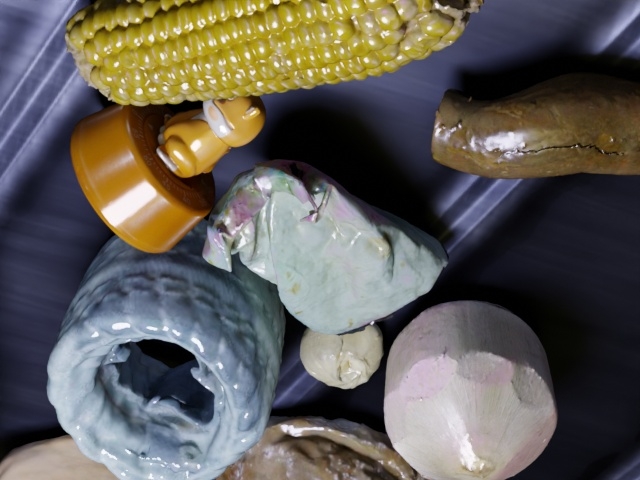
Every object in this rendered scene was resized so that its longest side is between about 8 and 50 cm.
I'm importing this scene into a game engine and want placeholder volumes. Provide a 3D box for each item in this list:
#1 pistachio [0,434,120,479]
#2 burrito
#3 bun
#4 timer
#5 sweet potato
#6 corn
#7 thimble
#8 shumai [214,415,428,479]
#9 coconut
[{"bbox_3d":[-0.248,0.276,1.615,0.200,0.117,0.145,16,111,-18],"label":"pistachio"},{"bbox_3d":[0.000,0.000,1.339,0.144,0.089,0.229,-32,142,17],"label":"burrito"},{"bbox_3d":[0.021,0.112,1.493,0.086,0.055,0.086,1,134,1],"label":"bun"},{"bbox_3d":[-0.108,-0.081,1.271,0.152,0.132,0.132,-31,125,23],"label":"timer"},{"bbox_3d":[0.232,-0.093,1.289,0.285,0.085,0.112,-1,168,-12],"label":"sweet potato"},{"bbox_3d":[-0.037,-0.175,1.170,0.346,0.130,0.130,-9,133,23],"label":"corn"},{"bbox_3d":[-0.138,0.103,1.419,0.204,0.172,0.250,2,130,6],"label":"thimble"},{"bbox_3d":[0.005,0.353,1.582,0.267,0.262,0.314,-15,129,15],"label":"shumai"},{"bbox_3d":[0.136,0.154,1.441,0.170,0.183,0.171,2,130,3],"label":"coconut"}]
